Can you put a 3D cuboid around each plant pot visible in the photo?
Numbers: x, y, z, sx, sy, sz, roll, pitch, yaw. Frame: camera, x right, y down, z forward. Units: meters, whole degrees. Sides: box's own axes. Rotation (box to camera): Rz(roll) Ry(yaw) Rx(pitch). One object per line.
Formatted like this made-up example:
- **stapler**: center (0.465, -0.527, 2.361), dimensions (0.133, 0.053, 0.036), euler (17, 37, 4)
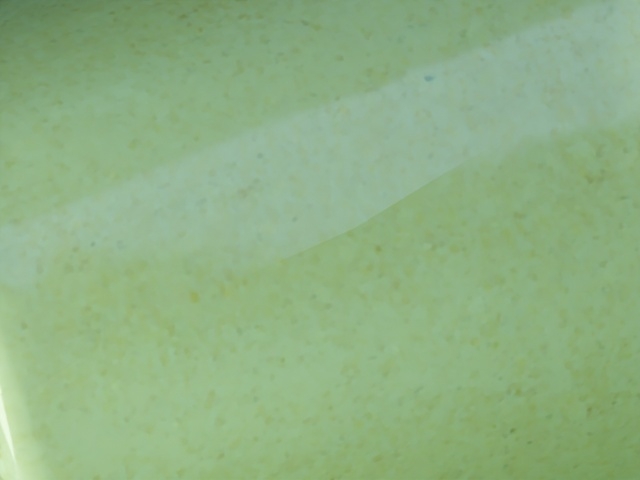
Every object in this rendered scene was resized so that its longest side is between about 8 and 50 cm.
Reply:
- **plant pot**: center (0.000, 0.000, 0.695), dimensions (0.305, 0.334, 0.334), euler (-18, 69, -19)
